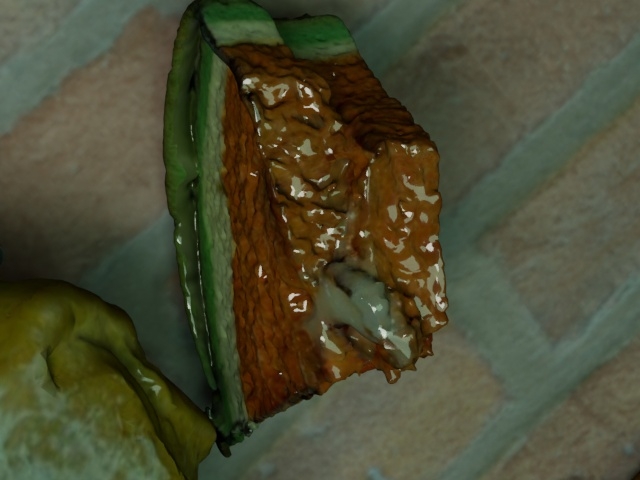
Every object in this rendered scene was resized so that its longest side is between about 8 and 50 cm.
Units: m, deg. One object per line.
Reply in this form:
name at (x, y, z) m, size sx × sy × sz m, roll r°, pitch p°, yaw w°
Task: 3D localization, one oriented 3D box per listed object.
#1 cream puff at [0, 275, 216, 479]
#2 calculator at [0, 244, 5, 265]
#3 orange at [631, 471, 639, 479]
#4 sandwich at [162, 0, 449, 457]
cream puff at (-0.214, 0.146, 1.005) m, size 0.323 × 0.269 × 0.274 m, roll 45°, pitch 64°, yaw -35°
calculator at (-0.329, -0.012, 1.009) m, size 0.268 × 0.040 × 0.177 m, roll -17°, pitch 112°, yaw -13°
orange at (0.285, 0.218, 1.256) m, size 0.156 × 0.134 × 0.157 m, roll -2°, pitch 104°, yaw -7°
sandwich at (-0.007, -0.011, 1.047) m, size 0.109 × 0.212 × 0.292 m, roll -17°, pitch 99°, yaw -30°
